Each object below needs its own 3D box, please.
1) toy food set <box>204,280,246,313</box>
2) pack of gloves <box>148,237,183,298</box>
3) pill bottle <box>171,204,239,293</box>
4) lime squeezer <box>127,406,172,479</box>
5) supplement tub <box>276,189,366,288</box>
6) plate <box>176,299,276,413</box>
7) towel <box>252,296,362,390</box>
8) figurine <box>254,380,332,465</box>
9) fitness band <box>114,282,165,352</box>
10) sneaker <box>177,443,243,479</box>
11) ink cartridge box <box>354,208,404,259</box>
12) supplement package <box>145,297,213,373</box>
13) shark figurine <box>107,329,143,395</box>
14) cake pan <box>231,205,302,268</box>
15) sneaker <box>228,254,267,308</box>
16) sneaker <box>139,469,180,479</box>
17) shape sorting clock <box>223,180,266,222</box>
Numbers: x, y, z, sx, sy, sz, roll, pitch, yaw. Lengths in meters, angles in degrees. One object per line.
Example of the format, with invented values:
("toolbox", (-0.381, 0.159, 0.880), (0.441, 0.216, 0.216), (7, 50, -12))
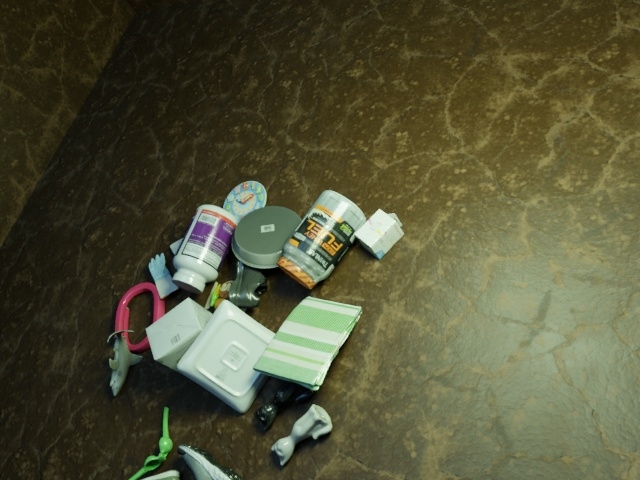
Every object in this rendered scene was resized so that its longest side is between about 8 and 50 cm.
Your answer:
("toy food set", (-0.351, 0.207, 2.172), (0.191, 0.038, 0.133), (2, 62, 30))
("pack of gloves", (-0.591, 0.117, 2.374), (0.195, 0.046, 0.232), (-29, 52, -6))
("pill bottle", (-0.451, 0.035, 2.245), (0.181, 0.181, 0.323), (7, 65, 32))
("lime squeezer", (-0.565, 0.710, 1.941), (0.109, 0.059, 0.310), (19, 57, 16))
("supplement tub", (0.000, 0.000, 2.008), (0.193, 0.193, 0.316), (28, 77, 38))
("plate", (-0.284, 0.383, 1.908), (0.277, 0.045, 0.278), (36, 79, -5))
("towel", (-0.034, 0.318, 1.866), (0.247, 0.038, 0.325), (9, 46, 32))
("figurine", (-0.094, 0.553, 1.791), (0.209, 0.092, 0.215), (-43, 50, 9))
("fitness band", (-0.715, 0.305, 2.308), (0.208, 0.054, 0.291), (-20, 54, 14))
("sneaker", (-0.366, 0.727, 1.816), (0.271, 0.100, 0.108), (23, 79, 37))
("ink cartridge box", (0.207, -0.028, 1.977), (0.143, 0.092, 0.090), (-45, 49, -5))
("supplement package", (-0.460, 0.346, 2.038), (0.194, 0.203, 0.149), (-36, 50, 5))
("shark figurine", (-0.730, 0.426, 2.189), (0.116, 0.279, 0.166), (5, 22, -10))
("cake pan", (-0.190, -0.023, 2.151), (0.292, 0.054, 0.293), (-4, 47, 4))
("sneaker", (-0.252, 0.136, 2.133), (0.130, 0.109, 0.287), (4, 54, 5))
("sneaker", (-0.539, 0.814, 1.875), (0.192, 0.064, 0.086), (-23, 47, 11))
("shape sorting clock", (-0.312, -0.155, 2.378), (0.206, 0.040, 0.206), (-14, 55, 21))
